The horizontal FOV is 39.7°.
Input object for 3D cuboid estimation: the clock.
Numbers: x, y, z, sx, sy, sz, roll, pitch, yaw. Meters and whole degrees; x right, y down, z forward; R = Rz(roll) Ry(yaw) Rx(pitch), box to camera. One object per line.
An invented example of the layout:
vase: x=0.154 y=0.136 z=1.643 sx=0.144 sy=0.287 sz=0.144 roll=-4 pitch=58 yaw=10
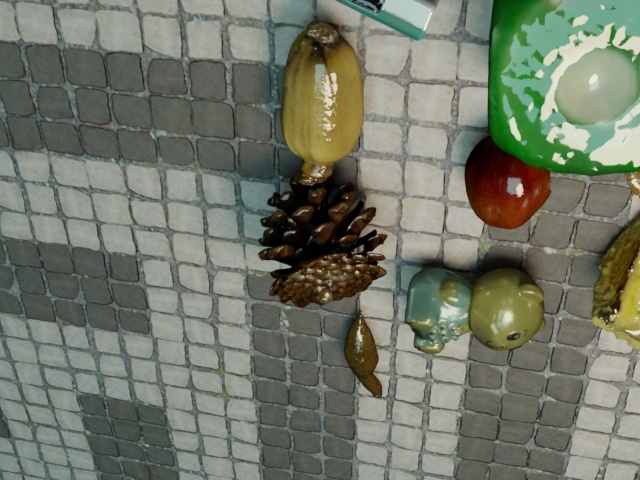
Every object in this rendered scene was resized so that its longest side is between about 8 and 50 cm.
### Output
clock: x=0.068 y=-0.436 z=1.323 sx=0.262 sy=0.231 sz=0.116 roll=25 pitch=126 yaw=-4

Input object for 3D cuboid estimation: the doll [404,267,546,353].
doll: x=0.309 y=0.134 z=1.742 sx=0.260 sy=0.162 sz=0.177 roll=1 pitch=147 yaw=18

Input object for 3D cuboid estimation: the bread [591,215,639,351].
bread: x=0.619 y=0.076 z=1.606 sx=0.204 sy=0.162 sz=0.262 roll=29 pitch=96 yaw=-3

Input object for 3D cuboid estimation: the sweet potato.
sweet potato: x=0.094 y=0.269 z=1.968 sx=0.074 sy=0.075 sz=0.270 roll=-1 pitch=130 yaw=17

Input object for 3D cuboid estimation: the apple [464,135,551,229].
apple: x=0.327 y=-0.100 z=1.555 sx=0.156 sy=0.147 sz=0.158 roll=20 pitch=123 yaw=35

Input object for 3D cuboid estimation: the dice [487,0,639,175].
dice: x=0.401 y=-0.282 z=1.304 sx=0.297 sy=0.300 sz=0.287 roll=2 pitch=124 yaw=17

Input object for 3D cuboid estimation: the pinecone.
pinecone: x=0.000 y=-0.006 z=1.673 sx=0.264 sy=0.264 sz=0.264 roll=8 pitch=129 yaw=10

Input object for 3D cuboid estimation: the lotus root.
lotus root: x=0.002 y=-0.243 z=1.556 sx=0.146 sy=0.131 sz=0.303 roll=25 pitch=132 yaw=28

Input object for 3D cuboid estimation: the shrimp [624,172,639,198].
shrimp: x=0.618 y=-0.106 z=1.519 sx=0.217 sy=0.051 sz=0.115 roll=18 pitch=106 yaw=-7
